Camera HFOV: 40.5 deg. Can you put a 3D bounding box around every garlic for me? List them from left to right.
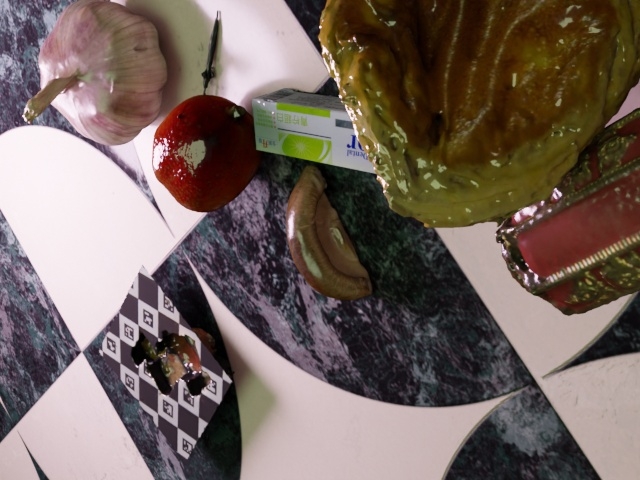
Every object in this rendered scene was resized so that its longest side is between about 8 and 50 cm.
[{"bbox_3d":[-0.383,-0.254,1.400,0.245,0.253,0.245,19,125,30],"label":"garlic"}]

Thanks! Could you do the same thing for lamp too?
[{"bbox_3d":[0.314,-0.033,0.894,0.274,0.177,0.177,-35,82,43],"label":"lamp"}]

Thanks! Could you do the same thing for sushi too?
[{"bbox_3d":[-0.276,0.226,1.621,0.294,0.059,0.292,48,132,18],"label":"sushi"}]

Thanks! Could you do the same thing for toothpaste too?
[{"bbox_3d":[0.048,-0.144,1.165,0.337,0.067,0.081,15,119,39],"label":"toothpaste"}]

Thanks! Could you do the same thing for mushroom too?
[{"bbox_3d":[-0.002,0.000,1.256,0.072,0.094,0.209,-23,94,43],"label":"mushroom"}]

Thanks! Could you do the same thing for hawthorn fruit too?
[{"bbox_3d":[-0.159,-0.137,1.299,0.188,0.169,0.169,-33,83,37],"label":"hawthorn fruit"}]

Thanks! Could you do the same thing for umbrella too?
[{"bbox_3d":[-0.171,-0.282,1.347,0.022,0.022,0.148,12,121,-2],"label":"umbrella"}]

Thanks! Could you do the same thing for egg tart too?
[{"bbox_3d":[0.173,-0.196,0.917,0.340,0.153,0.351,-31,70,4],"label":"egg tart"}]
